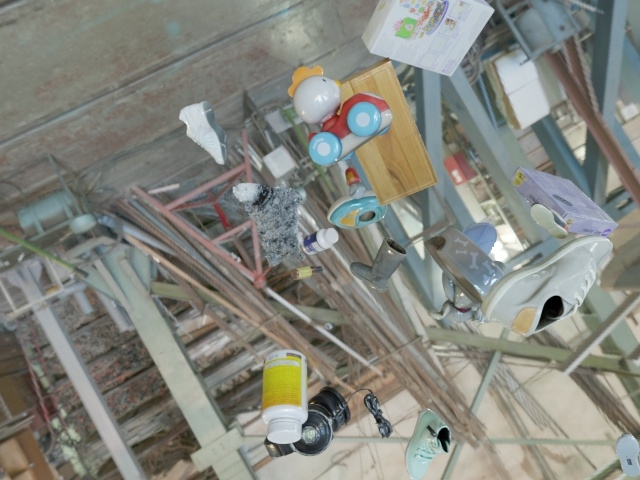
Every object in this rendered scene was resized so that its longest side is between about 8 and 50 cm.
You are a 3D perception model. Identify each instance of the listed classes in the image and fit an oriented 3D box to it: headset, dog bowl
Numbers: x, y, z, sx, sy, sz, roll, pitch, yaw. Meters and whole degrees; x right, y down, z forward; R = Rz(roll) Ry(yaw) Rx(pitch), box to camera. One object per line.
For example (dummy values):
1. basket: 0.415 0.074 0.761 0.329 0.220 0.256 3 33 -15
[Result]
1. headset: 0.015 0.550 1.446 0.394 0.185 0.243 -34 173 27
2. dog bowl: 0.493 0.100 1.621 0.102 0.349 0.349 -41 177 2

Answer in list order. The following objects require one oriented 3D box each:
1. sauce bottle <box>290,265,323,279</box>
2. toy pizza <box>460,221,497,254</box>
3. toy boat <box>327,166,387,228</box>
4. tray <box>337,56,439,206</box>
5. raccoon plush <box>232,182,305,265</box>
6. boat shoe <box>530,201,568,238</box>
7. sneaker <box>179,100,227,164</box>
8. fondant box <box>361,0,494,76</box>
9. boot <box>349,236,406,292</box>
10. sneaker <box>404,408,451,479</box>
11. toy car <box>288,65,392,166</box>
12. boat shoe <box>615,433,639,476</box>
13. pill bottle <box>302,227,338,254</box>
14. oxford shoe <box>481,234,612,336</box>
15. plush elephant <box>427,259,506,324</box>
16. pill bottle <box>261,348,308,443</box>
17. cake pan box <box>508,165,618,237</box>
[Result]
1. sauce bottle: -0.047 0.113 1.771 0.128 0.042 0.042 -6 162 -42
2. toy pizza: 0.566 0.012 1.834 0.201 0.201 0.032 -30 -139 2
3. toy boat: 0.153 -0.154 2.072 0.267 0.148 0.318 -16 142 -1
4. tray: 0.199 -0.324 1.527 0.202 0.411 0.076 -22 -153 14
5. raccoon plush: -0.219 -0.047 1.926 0.216 0.299 0.446 -8 176 30
6. boat shoe: 0.578 -0.058 1.240 0.049 0.137 0.043 -26 -146 51
7. sneaker: -0.228 -0.211 0.977 0.061 0.054 0.152 -5 143 11
8. fondant box: 0.327 -0.665 1.512 0.330 0.096 0.238 4 138 -28
9. boot: 0.211 0.074 1.839 0.076 0.189 0.209 -41 153 -42
10. sneaker: 0.378 0.742 1.722 0.094 0.256 0.151 12 -179 -18
11. toy car: 0.027 -0.317 1.149 0.210 0.238 0.219 -34 -178 19
12. boat shoe: 0.974 0.659 1.566 0.065 0.183 0.083 -9 -151 26
13. pill bottle: 0.000 0.000 2.255 0.169 0.094 0.094 -24 -177 44
14. oxford shoe: 0.562 0.108 1.149 0.449 0.130 0.169 -19 132 -32
15. plush elephant: 0.584 0.226 2.002 0.271 0.330 0.255 15 147 -12
16. pill bottle: -0.092 0.398 1.263 0.117 0.117 0.215 -31 -139 28
17. cake pan box: 0.756 -0.119 1.531 0.266 0.246 0.070 7 130 -29
